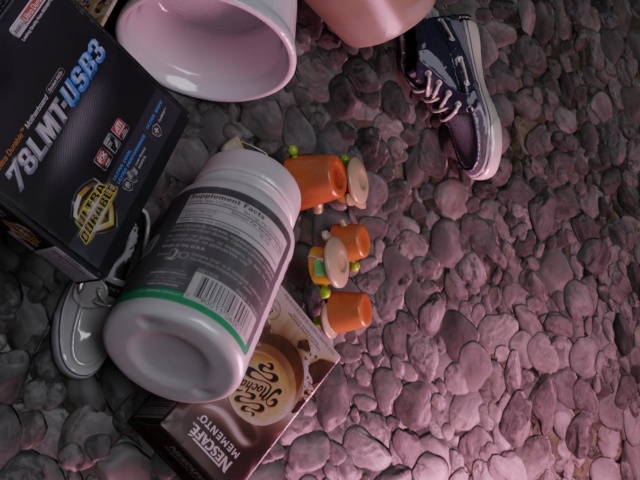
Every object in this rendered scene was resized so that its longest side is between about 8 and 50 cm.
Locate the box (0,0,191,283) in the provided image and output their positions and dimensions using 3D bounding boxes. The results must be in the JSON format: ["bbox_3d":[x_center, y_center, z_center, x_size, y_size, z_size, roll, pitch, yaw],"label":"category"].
[{"bbox_3d":[-0.337,-0.144,1.180,0.293,0.073,0.295,46,52,-34],"label":"box"}]

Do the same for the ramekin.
[{"bbox_3d":[-0.166,-0.345,1.421,0.277,0.277,0.135,23,61,-30],"label":"ramekin"}]

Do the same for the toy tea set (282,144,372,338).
[{"bbox_3d":[0.000,0.000,1.591,0.200,0.124,0.336,25,61,-61],"label":"toy tea set"}]

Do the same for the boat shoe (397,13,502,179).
[{"bbox_3d":[0.241,-0.281,1.795,0.158,0.127,0.340,-3,75,-29],"label":"boat shoe"}]

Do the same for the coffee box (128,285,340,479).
[{"bbox_3d":[-0.127,0.232,1.429,0.168,0.119,0.297,51,57,-18],"label":"coffee box"}]

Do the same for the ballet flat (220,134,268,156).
[{"bbox_3d":[-0.094,-0.115,1.513,0.168,0.057,0.052,40,85,12],"label":"ballet flat"}]

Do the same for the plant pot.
[{"bbox_3d":[0.064,-0.510,1.616,0.323,0.323,0.280,-55,129,-29],"label":"plant pot"}]

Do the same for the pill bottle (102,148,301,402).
[{"bbox_3d":[-0.156,0.040,1.349,0.204,0.204,0.361,43,41,-21],"label":"pill bottle"}]

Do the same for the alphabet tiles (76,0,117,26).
[{"bbox_3d":[-0.325,-0.390,1.365,0.009,0.198,0.237,48,55,-48],"label":"alphabet tiles"}]

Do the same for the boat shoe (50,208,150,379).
[{"bbox_3d":[-0.312,0.072,1.347,0.096,0.088,0.267,31,65,-27],"label":"boat shoe"}]
